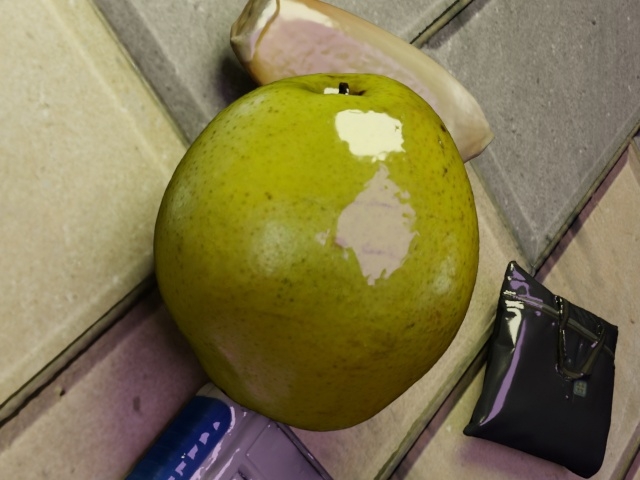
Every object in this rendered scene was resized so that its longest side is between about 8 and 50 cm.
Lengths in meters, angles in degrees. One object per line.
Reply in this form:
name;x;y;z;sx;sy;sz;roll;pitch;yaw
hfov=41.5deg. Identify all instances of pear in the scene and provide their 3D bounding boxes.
pear;0.000;0.000;0.707;0.294;0.294;0.294;6;81;-39

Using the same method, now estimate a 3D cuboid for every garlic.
garlic;0.039;-0.143;0.856;0.318;0.112;0.143;23;92;-37

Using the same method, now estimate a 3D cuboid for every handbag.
handbag;0.280;0.163;1.032;0.254;0.088;0.211;26;74;-35

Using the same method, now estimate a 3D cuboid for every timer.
timer;-0.055;0.264;0.750;0.253;0.078;0.178;53;56;-22
